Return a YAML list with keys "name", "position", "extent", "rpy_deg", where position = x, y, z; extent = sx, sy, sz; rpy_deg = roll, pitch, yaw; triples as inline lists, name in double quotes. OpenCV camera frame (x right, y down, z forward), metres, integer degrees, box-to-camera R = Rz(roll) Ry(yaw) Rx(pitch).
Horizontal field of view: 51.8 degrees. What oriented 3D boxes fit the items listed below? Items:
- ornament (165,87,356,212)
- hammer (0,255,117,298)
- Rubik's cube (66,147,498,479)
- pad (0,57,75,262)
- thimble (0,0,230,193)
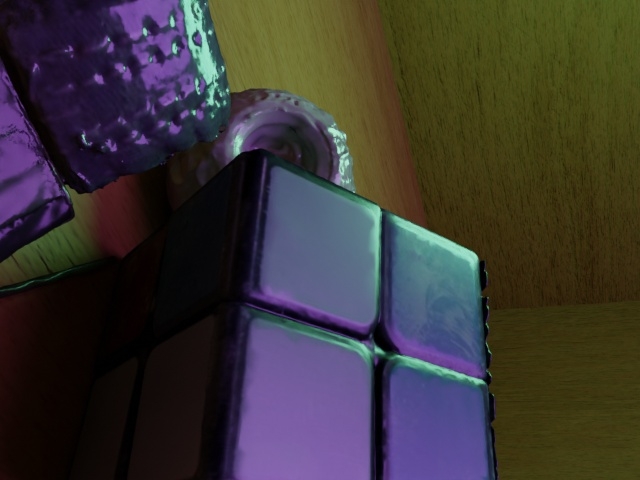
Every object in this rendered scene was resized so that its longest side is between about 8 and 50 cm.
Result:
- name: "ornament"
  position: [-0.085, -0.075, 0.908]
  extent: [0.225, 0.260, 0.259]
  rpy_deg: [143, -51, -66]
- name: "hammer"
  position: [-0.278, 0.040, 0.627]
  extent: [0.292, 0.029, 0.058]
  rpy_deg: [-28, 113, -73]
- name: "Rubik's cube"
  position: [-0.039, 0.145, 0.688]
  extent: [0.319, 0.313, 0.316]
  rpy_deg: [24, 55, -30]
- name: "pad"
  position: [-0.299, -0.031, 0.461]
  extent: [0.233, 0.022, 0.174]
  rpy_deg: [-45, 130, -38]
- name: "thimble"
  position: [-0.202, -0.160, 0.624]
  extent: [0.236, 0.205, 0.172]
  rpy_deg: [-53, 135, -54]
